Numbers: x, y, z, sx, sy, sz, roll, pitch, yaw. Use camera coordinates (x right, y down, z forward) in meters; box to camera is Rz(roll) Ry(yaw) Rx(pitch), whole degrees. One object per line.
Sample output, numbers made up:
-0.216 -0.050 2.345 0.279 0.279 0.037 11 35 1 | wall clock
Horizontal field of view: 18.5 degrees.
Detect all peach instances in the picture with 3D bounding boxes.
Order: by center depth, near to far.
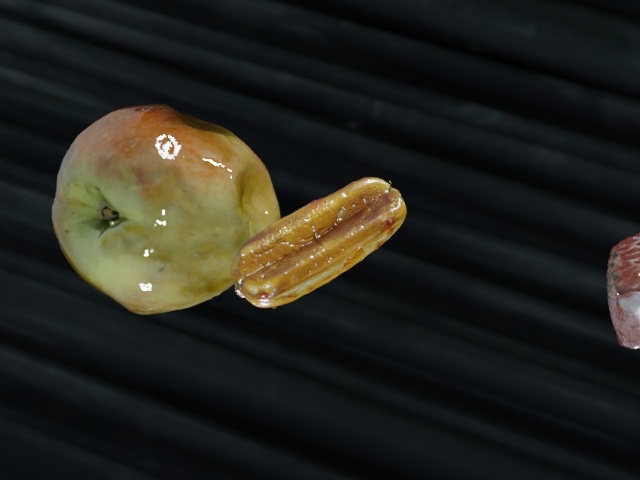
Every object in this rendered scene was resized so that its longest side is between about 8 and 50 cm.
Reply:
-0.147 -0.025 1.983 0.235 0.214 0.214 8 100 -43 | peach

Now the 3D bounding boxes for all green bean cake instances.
0.277 0.025 1.430 0.135 0.136 0.056 -59 136 -71 | green bean cake

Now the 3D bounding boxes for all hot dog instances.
0.000 0.001 1.397 0.144 0.062 0.038 -31 151 -19 | hot dog
